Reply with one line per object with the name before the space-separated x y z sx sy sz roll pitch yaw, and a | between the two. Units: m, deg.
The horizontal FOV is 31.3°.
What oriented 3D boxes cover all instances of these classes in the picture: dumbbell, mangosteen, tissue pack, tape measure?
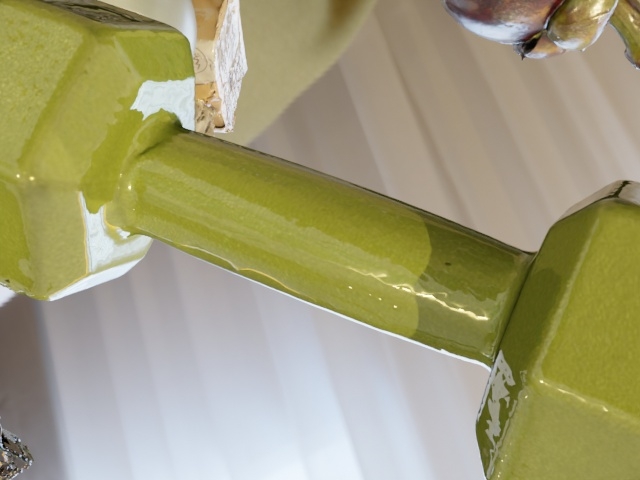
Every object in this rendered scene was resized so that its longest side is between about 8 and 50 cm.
dumbbell | 0.000 0.000 0.411 0.121 0.301 0.108 -21 130 -67
mangosteen | 0.166 -0.219 0.821 0.184 0.173 0.172 11 163 24
tissue pack | -0.276 -0.244 1.629 0.305 0.239 0.238 6 152 5
tape measure | -0.308 0.192 0.990 0.094 0.054 0.091 -34 136 -13

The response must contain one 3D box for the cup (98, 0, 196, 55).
cup | -0.235 -0.252 1.066 0.205 0.312 0.205 -14 140 -12
